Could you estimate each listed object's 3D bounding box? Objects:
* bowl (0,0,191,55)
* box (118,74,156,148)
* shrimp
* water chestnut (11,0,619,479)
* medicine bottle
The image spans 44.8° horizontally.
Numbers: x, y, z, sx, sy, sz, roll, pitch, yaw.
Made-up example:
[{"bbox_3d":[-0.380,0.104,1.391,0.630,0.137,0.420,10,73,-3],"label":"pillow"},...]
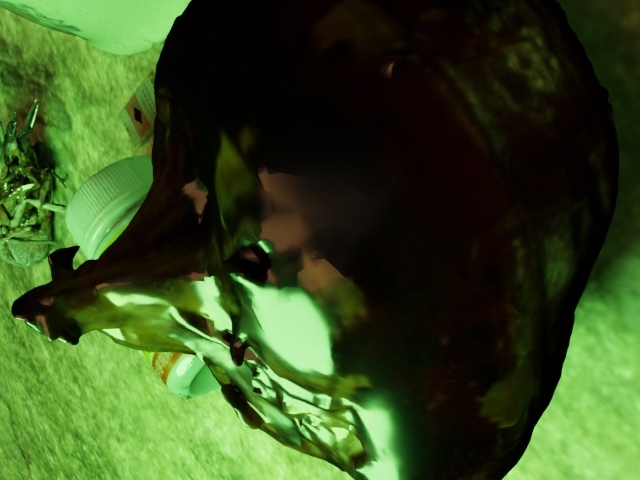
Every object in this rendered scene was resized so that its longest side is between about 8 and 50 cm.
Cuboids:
[{"bbox_3d":[-0.295,-0.382,0.723,0.434,0.196,0.435,22,122,40],"label":"bowl"},{"bbox_3d":[-0.195,-0.141,0.856,0.083,0.012,0.046,-34,82,47],"label":"box"},{"bbox_3d":[-0.403,-0.065,1.038,0.145,0.116,0.343,55,145,14],"label":"shrimp"},{"bbox_3d":[0.000,0.000,0.467,0.335,0.346,0.335,35,137,42],"label":"water chestnut"},{"bbox_3d":[-0.148,0.034,0.785,0.225,0.139,0.139,50,136,20],"label":"medicine bottle"}]
